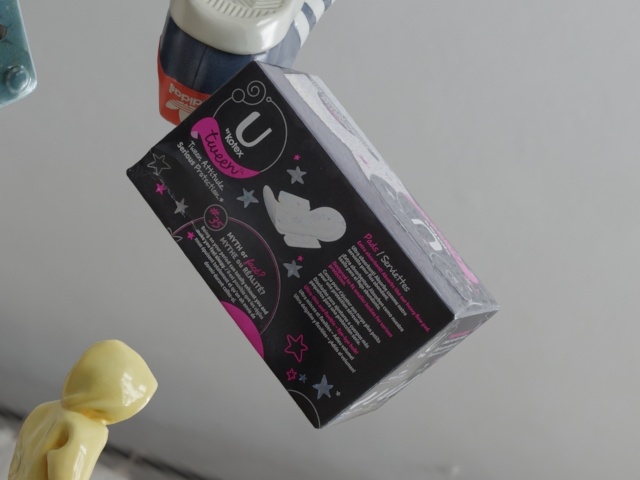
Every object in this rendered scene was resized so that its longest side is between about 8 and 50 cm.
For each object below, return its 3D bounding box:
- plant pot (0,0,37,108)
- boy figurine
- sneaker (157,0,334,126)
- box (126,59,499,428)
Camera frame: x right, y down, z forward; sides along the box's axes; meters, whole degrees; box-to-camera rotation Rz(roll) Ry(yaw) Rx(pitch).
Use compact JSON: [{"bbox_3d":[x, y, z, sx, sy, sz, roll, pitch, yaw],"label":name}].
[{"bbox_3d":[-0.404,-0.211,1.831,0.252,0.247,0.247,28,-44,47],"label":"plant pot"},{"bbox_3d":[-0.276,0.233,2.022,0.092,0.285,0.177,35,-9,-22],"label":"boy figurine"},{"bbox_3d":[-0.057,-0.204,1.695,0.131,0.350,0.148,28,-57,9],"label":"sneaker"},{"bbox_3d":[0.000,0.000,1.484,0.142,0.163,0.247,-39,-100,14],"label":"box"}]
